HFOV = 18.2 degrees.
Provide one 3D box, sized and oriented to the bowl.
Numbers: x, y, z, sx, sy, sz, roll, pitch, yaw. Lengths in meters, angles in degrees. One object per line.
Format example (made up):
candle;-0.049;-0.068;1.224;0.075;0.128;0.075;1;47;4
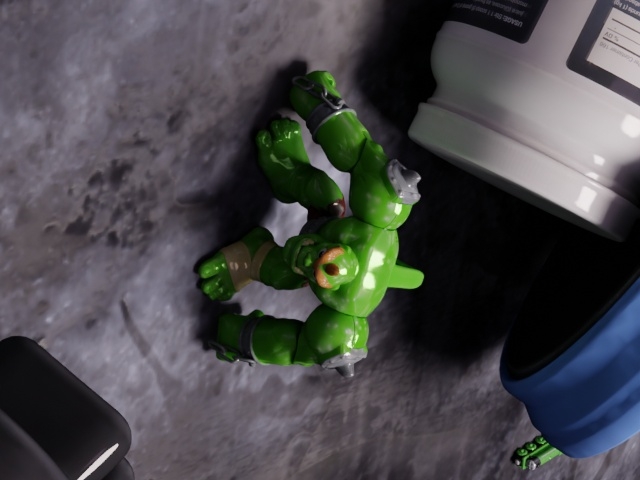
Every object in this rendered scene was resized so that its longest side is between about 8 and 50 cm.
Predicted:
bowl;0.265;-0.022;1.449;0.391;0.077;0.391;-53;-176;5

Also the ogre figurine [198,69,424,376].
ogre figurine;0.000;0.000;1.287;0.197;0.118;0.097;-60;143;-5

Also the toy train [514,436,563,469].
toy train;0.198;0.176;1.710;0.083;0.024;0.017;-26;130;-39

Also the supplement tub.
supplement tub;0.193;-0.156;1.363;0.191;0.191;0.272;26;91;-53

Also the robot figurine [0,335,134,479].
robot figurine;-0.229;0.179;1.082;0.278;0.173;0.209;-44;122;-24
